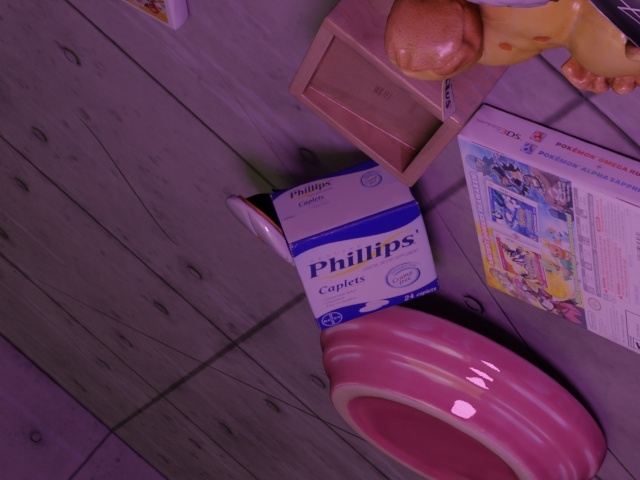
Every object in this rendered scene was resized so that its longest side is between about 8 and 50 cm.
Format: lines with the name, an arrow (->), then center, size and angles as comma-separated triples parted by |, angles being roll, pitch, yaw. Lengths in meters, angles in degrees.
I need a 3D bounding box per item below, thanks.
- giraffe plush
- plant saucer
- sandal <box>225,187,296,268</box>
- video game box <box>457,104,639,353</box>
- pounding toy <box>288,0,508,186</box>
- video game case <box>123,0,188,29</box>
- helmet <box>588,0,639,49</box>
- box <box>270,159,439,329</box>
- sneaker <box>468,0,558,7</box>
giraffe plush -> 0.147, -0.153, 0.809 | 0.170, 0.181, 0.210 | 9, 141, 23
plant saucer -> 0.138, 0.190, 1.435 | 0.332, 0.084, 0.332 | 25, 157, 11
sandal -> -0.006, -0.006, 1.394 | 0.102, 0.076, 0.265 | 41, -179, 33
video game box -> 0.212, -0.002, 1.096 | 0.187, 0.048, 0.205 | 23, 151, 30
pounding toy -> 0.051, -0.162, 0.990 | 0.181, 0.094, 0.206 | 38, 156, 1
video game case -> -0.225, -0.313, 1.221 | 0.227, 0.026, 0.206 | 31, 154, 19
helmet -> 0.213, -0.163, 0.674 | 0.161, 0.169, 0.169 | 34, 161, -28
box -> 0.034, 0.003, 1.251 | 0.137, 0.126, 0.072 | 70, -179, -49
sneaker -> 0.064, -0.241, 0.673 | 0.129, 0.111, 0.297 | 105, 154, -54
